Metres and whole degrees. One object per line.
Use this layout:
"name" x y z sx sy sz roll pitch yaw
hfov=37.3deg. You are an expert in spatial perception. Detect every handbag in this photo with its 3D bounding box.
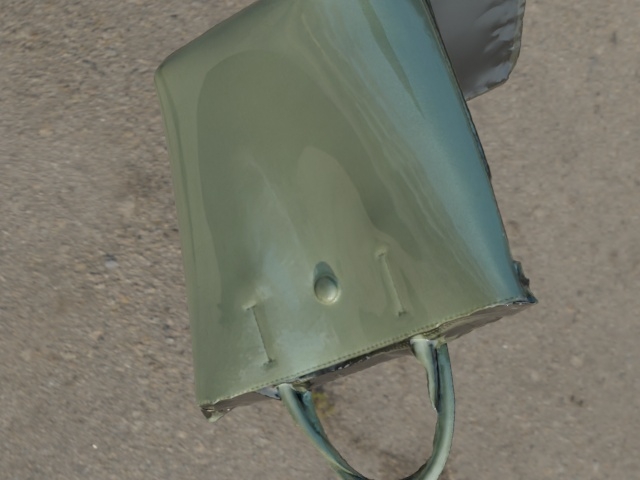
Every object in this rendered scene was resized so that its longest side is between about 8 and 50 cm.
"handbag" 0.000 0.000 0.574 0.109 0.241 0.315 18 56 -49

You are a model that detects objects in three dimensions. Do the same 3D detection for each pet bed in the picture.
"pet bed" 0.103 -0.251 0.955 0.183 0.159 0.211 -22 149 -4
